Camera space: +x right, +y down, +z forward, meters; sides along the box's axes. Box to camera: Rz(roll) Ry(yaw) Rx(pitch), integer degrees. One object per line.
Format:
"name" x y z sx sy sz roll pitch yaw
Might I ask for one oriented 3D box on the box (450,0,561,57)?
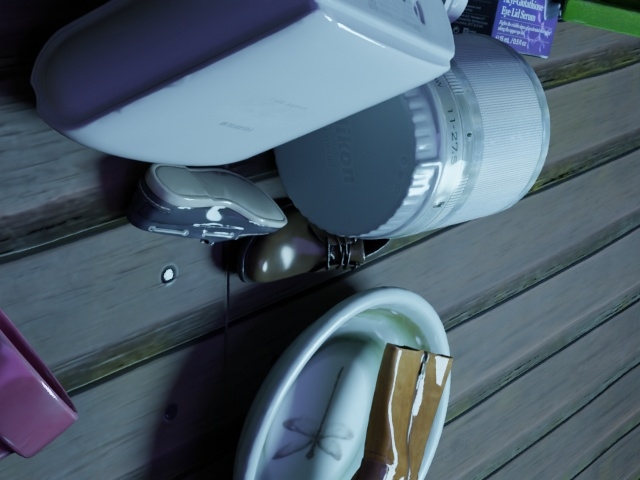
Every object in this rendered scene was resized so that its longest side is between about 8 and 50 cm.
"box" 0.227 -0.343 1.358 0.153 0.108 0.207 -6 111 -49

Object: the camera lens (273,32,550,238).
"camera lens" 0.110 -0.121 1.223 0.274 0.219 0.220 -13 116 -47

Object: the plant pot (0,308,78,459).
"plant pot" -0.321 0.117 0.843 0.180 0.201 0.201 -39 135 -13

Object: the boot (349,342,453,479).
"boot" 0.064 0.261 1.279 0.264 0.096 0.281 10 97 -52

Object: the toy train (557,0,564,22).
"toy train" 0.392 -0.370 1.613 0.158 0.027 0.036 -44 139 -29

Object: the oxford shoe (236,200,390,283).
"oxford shoe" 0.000 0.000 1.246 0.227 0.096 0.083 -23 125 -41

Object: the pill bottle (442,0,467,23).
"pill bottle" 0.080 -0.285 1.204 0.193 0.108 0.108 -5 110 -50

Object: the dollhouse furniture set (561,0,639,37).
"dollhouse furniture set" 0.413 -0.416 1.401 0.302 0.151 0.198 -68 168 -52

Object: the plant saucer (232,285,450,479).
"plant saucer" 0.011 0.238 1.362 0.400 0.100 0.401 -26 126 -42

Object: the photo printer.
"photo printer" -0.073 -0.152 0.935 0.256 0.307 0.107 6 68 -59

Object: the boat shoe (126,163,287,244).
"boat shoe" -0.117 -0.031 1.127 0.065 0.075 0.206 -48 149 21
